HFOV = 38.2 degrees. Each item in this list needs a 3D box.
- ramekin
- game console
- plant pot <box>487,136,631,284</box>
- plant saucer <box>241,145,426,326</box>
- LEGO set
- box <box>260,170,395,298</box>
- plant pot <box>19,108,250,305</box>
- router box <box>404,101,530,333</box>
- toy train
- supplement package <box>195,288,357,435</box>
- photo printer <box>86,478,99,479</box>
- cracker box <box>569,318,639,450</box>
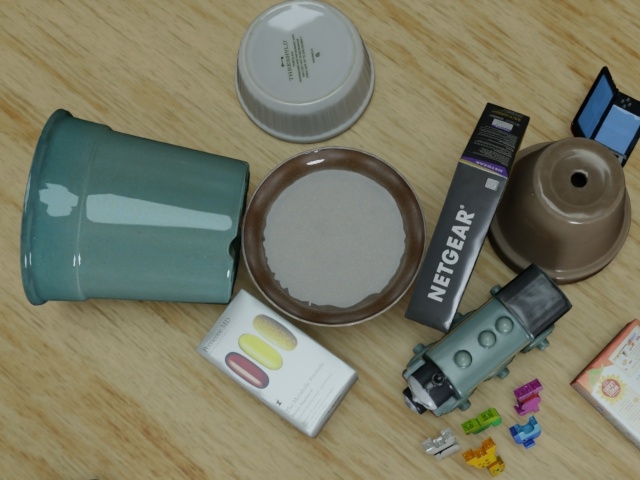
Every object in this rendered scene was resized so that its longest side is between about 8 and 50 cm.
[{"bbox_3d":[-0.033,-0.328,1.742,0.272,0.127,0.273,-1,76,3],"label":"ramekin"},{"bbox_3d":[0.537,-0.224,1.702,0.124,0.085,0.144,29,80,10],"label":"game console"},{"bbox_3d":[0.426,-0.073,1.598,0.263,0.229,0.263,-1,75,2],"label":"plant pot"},{"bbox_3d":[0.023,-0.006,1.566,0.310,0.050,0.311,-1,78,2],"label":"plant saucer"},{"bbox_3d":[0.300,0.344,1.581,0.227,0.093,0.087,-29,45,1],"label":"LEGO set"},{"bbox_3d":[0.000,0.000,1.657,0.232,0.127,0.149,-34,76,-5],"label":"box"},{"bbox_3d":[-0.302,-0.034,1.600,0.334,0.341,0.341,8,76,-4],"label":"plant pot"},{"bbox_3d":[0.241,-0.039,1.519,0.081,0.309,0.243,21,35,9],"label":"router box"},{"bbox_3d":[0.277,0.170,1.564,0.334,0.190,0.142,-37,76,-6],"label":"toy train"},{"bbox_3d":[-0.073,0.215,1.603,0.244,0.134,0.139,34,80,11],"label":"supplement package"},{"bbox_3d":[-0.468,0.571,1.533,0.256,0.107,0.308,-9,86,3],"label":"photo printer"},{"bbox_3d":[0.570,0.271,1.584,0.155,0.067,0.232,-44,76,-7],"label":"cracker box"}]
